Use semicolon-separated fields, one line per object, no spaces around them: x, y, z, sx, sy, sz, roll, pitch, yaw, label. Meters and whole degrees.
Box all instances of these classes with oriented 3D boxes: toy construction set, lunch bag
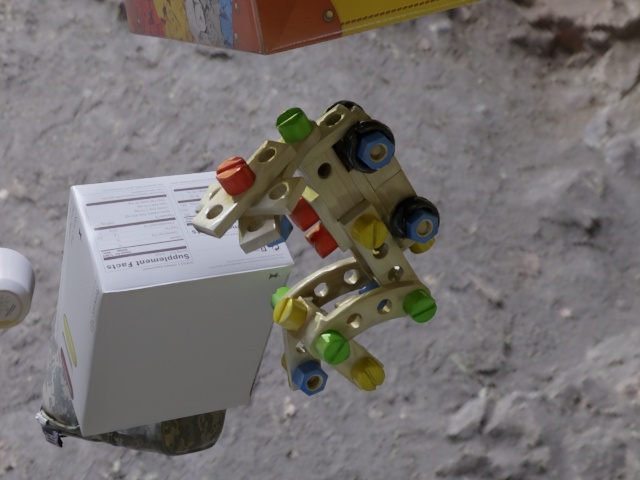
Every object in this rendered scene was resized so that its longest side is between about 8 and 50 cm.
0.000;0.000;1.099;0.215;0.328;0.151;-38;50;-5;toy construction set
-0.273;0.153;1.706;0.256;0.305;0.212;8;1;24;lunch bag

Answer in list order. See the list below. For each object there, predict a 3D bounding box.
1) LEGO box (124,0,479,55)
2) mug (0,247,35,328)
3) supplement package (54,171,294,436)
0.093;-0.320;1.027;0.500;0.372;0.193;-18;109;-20;LEGO box
-0.277;0.053;1.029;0.062;0.078;0.064;-13;23;-13;mug
-0.169;0.069;1.289;0.204;0.262;0.145;-8;51;-24;supplement package
